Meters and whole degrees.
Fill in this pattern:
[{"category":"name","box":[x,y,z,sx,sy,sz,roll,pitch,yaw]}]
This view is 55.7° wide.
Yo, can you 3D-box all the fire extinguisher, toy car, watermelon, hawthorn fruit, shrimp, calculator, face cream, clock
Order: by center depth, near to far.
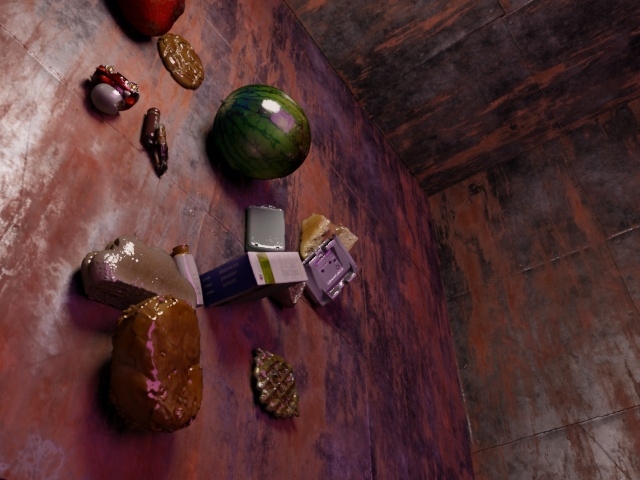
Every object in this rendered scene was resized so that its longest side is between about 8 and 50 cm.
[{"category":"face cream","box":[-0.373,0.102,1.707,0.072,0.051,0.182,7,61,-60]},{"category":"toy car","box":[-0.598,-0.414,1.710,0.139,0.112,0.112,44,46,-19]},{"category":"shrimp","box":[-0.475,-0.273,1.845,0.091,0.034,0.161,75,13,-85]},{"category":"fire extinguisher","box":[-0.518,-0.340,1.853,0.064,0.043,0.158,101,-12,-51]},{"category":"hawthorn fruit","box":[-0.581,-0.820,2.001,0.266,0.210,0.230,41,40,-18]},{"category":"calculator","box":[-0.192,-0.037,2.129,0.141,0.045,0.246,7,48,-14]},{"category":"watermelon","box":[-0.212,-0.383,2.160,0.363,0.363,0.363,45,31,-36]},{"category":"clock","box":[0.026,0.115,2.331,0.253,0.083,0.186,-44,110,-29]}]

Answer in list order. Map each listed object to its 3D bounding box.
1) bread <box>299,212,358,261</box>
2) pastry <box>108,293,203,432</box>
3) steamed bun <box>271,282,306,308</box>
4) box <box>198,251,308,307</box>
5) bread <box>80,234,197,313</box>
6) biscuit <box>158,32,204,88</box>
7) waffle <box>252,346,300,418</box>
[{"category":"bread","box":[-0.009,0.007,2.495,0.183,0.224,0.211,41,-9,-30]},{"category":"pastry","box":[-0.379,0.283,1.389,0.255,0.162,0.311,35,47,-65]},{"category":"steamed bun","box":[-0.124,0.138,2.102,0.175,0.106,0.145,58,25,-19]},{"category":"box","box":[-0.201,0.116,1.856,0.299,0.200,0.106,0,68,-64]},{"category":"bread","box":[-0.444,0.087,1.519,0.337,0.102,0.183,32,40,-51]},{"category":"biscuit","box":[-0.498,-0.653,2.193,0.226,0.042,0.226,44,32,-38]},{"category":"waffle","box":[-0.132,0.441,1.860,0.223,0.054,0.204,40,34,-44]}]
